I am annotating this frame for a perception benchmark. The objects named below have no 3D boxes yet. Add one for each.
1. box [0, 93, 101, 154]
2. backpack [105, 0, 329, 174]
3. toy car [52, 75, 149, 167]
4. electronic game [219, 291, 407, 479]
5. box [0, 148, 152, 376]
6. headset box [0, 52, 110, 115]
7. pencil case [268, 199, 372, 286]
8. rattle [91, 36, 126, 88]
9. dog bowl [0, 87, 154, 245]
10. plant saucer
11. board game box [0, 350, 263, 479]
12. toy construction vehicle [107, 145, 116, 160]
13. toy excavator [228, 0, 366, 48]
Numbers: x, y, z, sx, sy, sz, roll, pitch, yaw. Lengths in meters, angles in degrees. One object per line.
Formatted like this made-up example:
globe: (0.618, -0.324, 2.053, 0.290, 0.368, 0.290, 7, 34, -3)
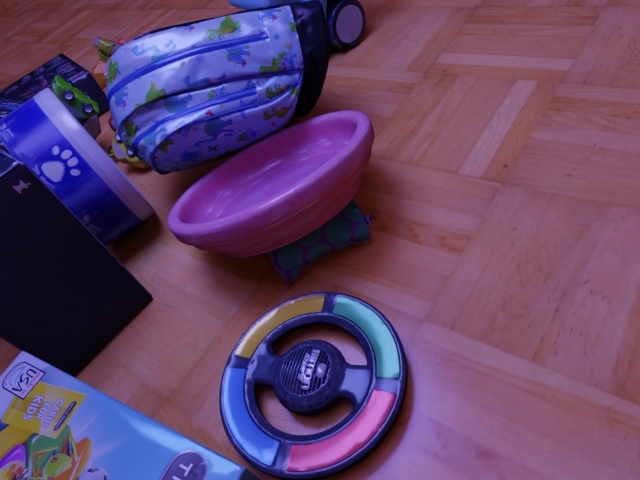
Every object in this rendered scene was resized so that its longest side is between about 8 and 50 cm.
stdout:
box: (-0.666, -0.202, 0.989, 0.295, 0.073, 0.293, 9, 41, 0)
backpack: (-0.186, -0.261, 0.832, 0.355, 0.273, 0.290, -3, -1, -16)
toy car: (-0.470, -0.257, 1.010, 0.053, 0.225, 0.239, -43, 46, 10)
electronic game: (-0.012, 0.159, 0.559, 0.229, 0.048, 0.229, -11, 47, 12)
box: (-0.464, 0.011, 0.702, 0.294, 0.296, 0.183, 22, 61, 36)
headset box: (-0.715, -0.376, 1.279, 0.218, 0.110, 0.293, -42, 48, -16)
pencil case: (0.000, 0.000, 0.683, 0.151, 0.064, 0.070, -28, 89, -2)
rattle: (-0.625, -0.543, 1.448, 0.130, 0.143, 0.200, -1, 24, -21)
dog bowl: (-0.416, -0.121, 0.823, 0.104, 0.265, 0.265, -41, 48, -12)
plant saucer: (-0.066, -0.082, 0.717, 0.332, 0.084, 0.332, -22, 26, 11)
board game box: (-0.269, 0.293, 0.490, 0.336, 0.079, 0.254, 16, 58, 22)
toy construction vehicle: (-0.484, -0.170, 1.059, 0.086, 0.035, 0.098, -21, 37, 2)
toy excavator: (-0.134, -0.475, 1.027, 0.445, 0.433, 0.222, -18, 38, -34)
